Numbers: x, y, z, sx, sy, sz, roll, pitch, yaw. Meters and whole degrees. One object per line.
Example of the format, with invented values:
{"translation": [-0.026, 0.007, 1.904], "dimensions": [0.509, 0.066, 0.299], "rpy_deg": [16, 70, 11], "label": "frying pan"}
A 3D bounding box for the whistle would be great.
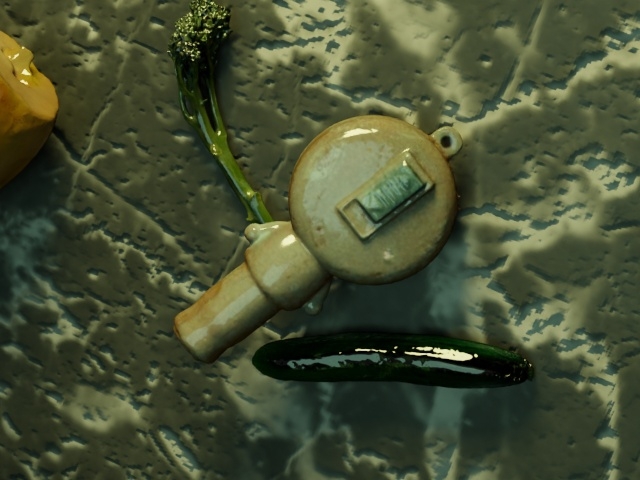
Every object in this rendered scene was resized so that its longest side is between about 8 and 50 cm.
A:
{"translation": [0.000, 0.000, 1.095], "dimensions": [0.220, 0.057, 0.107], "rpy_deg": [-37, 97, 9], "label": "whistle"}

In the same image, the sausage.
{"translation": [-0.316, -0.023, 1.186], "dimensions": [0.328, 0.112, 0.112], "rpy_deg": [-38, 86, 20], "label": "sausage"}

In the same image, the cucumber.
{"translation": [0.045, 0.077, 1.122], "dimensions": [0.184, 0.033, 0.036], "rpy_deg": [0, 78, 16], "label": "cucumber"}

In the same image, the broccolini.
{"translation": [-0.055, -0.064, 1.138], "dimensions": [0.052, 0.054, 0.194], "rpy_deg": [-15, 103, 44], "label": "broccolini"}
